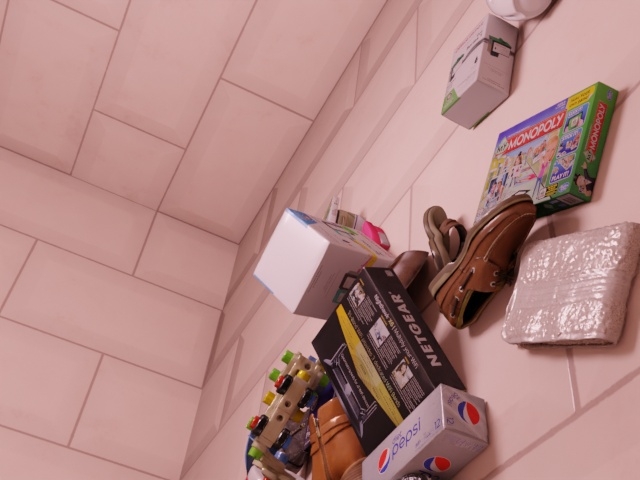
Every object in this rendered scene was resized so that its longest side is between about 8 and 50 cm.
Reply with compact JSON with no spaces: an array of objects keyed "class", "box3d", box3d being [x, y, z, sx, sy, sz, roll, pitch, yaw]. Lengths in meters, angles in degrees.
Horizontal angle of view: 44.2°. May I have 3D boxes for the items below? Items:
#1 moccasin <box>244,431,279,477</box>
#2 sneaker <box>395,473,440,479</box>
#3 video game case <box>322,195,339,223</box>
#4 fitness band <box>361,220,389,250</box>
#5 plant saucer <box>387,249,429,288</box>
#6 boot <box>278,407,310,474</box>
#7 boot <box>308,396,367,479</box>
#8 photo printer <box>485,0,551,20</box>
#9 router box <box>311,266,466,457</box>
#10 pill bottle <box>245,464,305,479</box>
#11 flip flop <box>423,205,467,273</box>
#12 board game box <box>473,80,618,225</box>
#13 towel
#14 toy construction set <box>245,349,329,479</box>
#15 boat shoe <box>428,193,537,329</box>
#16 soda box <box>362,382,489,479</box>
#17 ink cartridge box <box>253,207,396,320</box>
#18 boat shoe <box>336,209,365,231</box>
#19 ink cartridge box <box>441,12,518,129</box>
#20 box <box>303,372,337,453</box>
[{"class":"moccasin","box3d":[-0.124,0.629,2.086,0.117,0.138,0.342,-44,40,48]},{"class":"sneaker","box3d":[0.142,0.482,1.358,0.262,0.121,0.099,-25,37,34]},{"class":"video game case","box3d":[0.000,0.000,2.381,0.206,0.026,0.227,-78,11,-65]},{"class":"fitness band","box3d":[0.113,0.063,2.197,0.209,0.054,0.291,-63,13,16]},{"class":"plant saucer","box3d":[0.131,0.132,1.798,0.310,0.050,0.310,-50,-2,-3]},{"class":"boot","box3d":[-0.022,0.458,2.046,0.229,0.091,0.263,-55,22,24]},{"class":"boot","box3d":[0.004,0.476,1.643,0.283,0.109,0.220,-50,53,39]},{"class":"photo printer","box3d":[0.491,-0.646,1.785,0.307,0.107,0.256,-60,16,18]},{"class":"router box","box3d":[0.121,0.243,1.548,0.243,0.081,0.309,-57,46,34]},{"class":"pill bottle","box3d":[-0.146,0.712,1.872,0.318,0.176,0.176,-67,14,2]},{"class":"flip flop","box3d":[0.268,0.003,1.639,0.080,0.112,0.277,-21,16,12]},{"class":"board game box","box3d":[0.404,-0.141,1.452,0.317,0.046,0.213,-27,43,69]},{"class":"towel","box3d":[0.375,0.074,1.212,0.282,0.049,0.187,-26,44,69]},{"class":"toy construction set","box3d":[-0.084,0.390,1.772,0.215,0.151,0.327,126,162,-69]},{"class":"boat shoe","box3d":[0.309,0.046,1.415,0.104,0.111,0.307,66,149,31]},{"class":"soda box","box3d":[0.177,0.376,1.383,0.286,0.091,0.098,-56,19,38]},{"class":"ink cartridge box","box3d":[0.021,0.073,1.958,0.198,0.270,0.197,39,107,45]},{"class":"boat shoe","box3d":[0.044,0.051,2.385,0.109,0.094,0.302,-30,39,68]},{"class":"ink cartridge box","box3d":[0.377,-0.400,1.862,0.160,0.093,0.219,-44,27,56]},{"class":"box","box3d":[0.067,0.367,1.793,0.261,0.103,0.184,-52,17,45]}]
